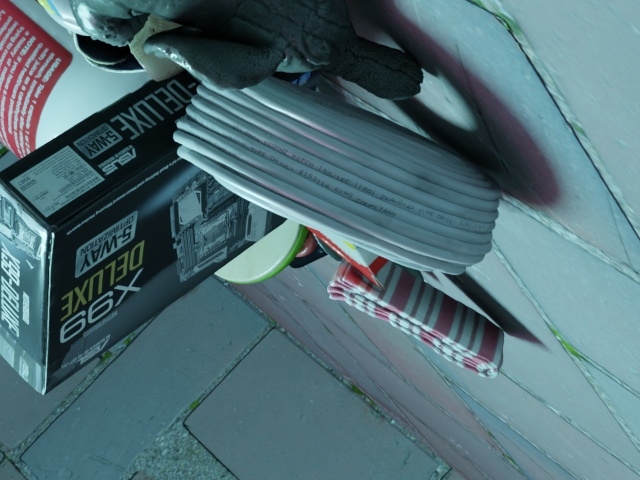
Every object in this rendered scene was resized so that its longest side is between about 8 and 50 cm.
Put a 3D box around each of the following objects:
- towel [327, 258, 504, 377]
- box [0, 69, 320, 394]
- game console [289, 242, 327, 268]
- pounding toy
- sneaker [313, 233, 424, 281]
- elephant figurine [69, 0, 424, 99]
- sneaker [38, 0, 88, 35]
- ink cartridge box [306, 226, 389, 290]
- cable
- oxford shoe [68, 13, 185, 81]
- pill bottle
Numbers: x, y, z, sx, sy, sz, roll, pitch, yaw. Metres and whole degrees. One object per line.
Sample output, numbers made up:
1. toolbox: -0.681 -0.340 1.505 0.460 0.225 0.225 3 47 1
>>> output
1. towel: 0.104 0.075 1.948 0.197 0.029 0.144 30 -163 1
2. box: -0.143 -0.034 1.595 0.076 0.307 0.242 41 147 20
3. game console: 0.000 0.000 2.242 0.144 0.124 0.085 53 -165 -50
4. pounding toy: -0.078 -0.047 2.161 0.237 0.182 0.110 16 -172 38
5. sneaker: 0.039 -0.002 2.062 0.178 0.072 0.077 53 180 -26
6. elephant figurine: -0.050 -0.176 1.284 0.239 0.186 0.169 32 137 13
7. sneaker: -0.195 -0.276 1.386 0.126 0.091 0.240 106 146 -70
8. ink cartridge box: 0.014 -0.054 1.829 0.134 0.078 0.231 40 173 30
9. cable: 0.017 -0.055 1.415 0.257 0.089 0.257 22 -174 -19
10. oxford shoe: -0.174 -0.227 1.574 0.140 0.146 0.397 47 172 -25
11. pill bottle: -0.259 -0.179 2.019 0.408 0.229 0.229 40 172 32
